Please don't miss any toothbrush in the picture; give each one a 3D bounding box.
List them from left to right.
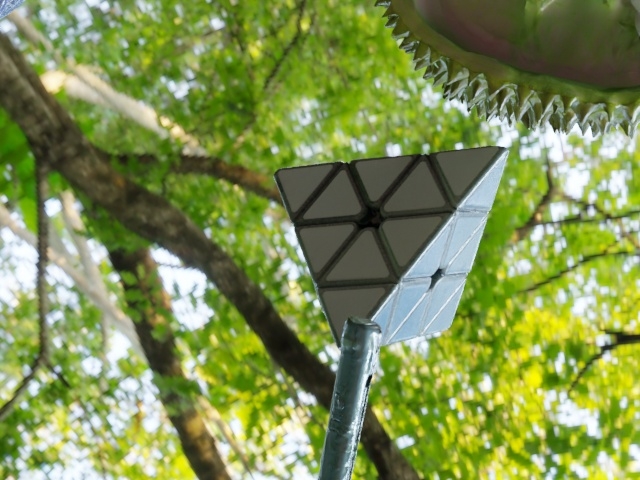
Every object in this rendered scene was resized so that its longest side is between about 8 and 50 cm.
[{"bbox_3d":[-0.004,0.140,0.536,0.016,0.019,0.219,20,-79,51],"label":"toothbrush"}]

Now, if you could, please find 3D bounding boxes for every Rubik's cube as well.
[{"bbox_3d":[0.086,0.011,1.522,0.229,0.233,0.228,-5,-90,-18],"label":"Rubik's cube"}]

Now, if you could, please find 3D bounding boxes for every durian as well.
[{"bbox_3d":[0.213,-0.183,1.144,0.352,0.158,0.169,11,-86,0],"label":"durian"}]

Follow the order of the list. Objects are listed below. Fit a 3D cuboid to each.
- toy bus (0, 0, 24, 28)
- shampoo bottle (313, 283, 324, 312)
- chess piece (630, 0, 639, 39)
[{"bbox_3d":[-0.430,-0.219,1.281,0.292,0.125,0.133,-37,-153,4],"label":"toy bus"},{"bbox_3d":[0.000,0.000,1.633,0.041,0.069,0.190,-27,-103,41],"label":"shampoo bottle"},{"bbox_3d":[0.241,-0.288,0.851,0.124,0.307,0.139,-13,-158,21],"label":"chess piece"}]
